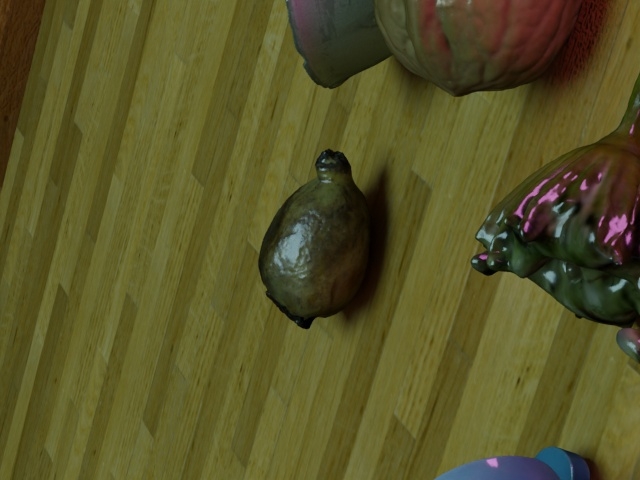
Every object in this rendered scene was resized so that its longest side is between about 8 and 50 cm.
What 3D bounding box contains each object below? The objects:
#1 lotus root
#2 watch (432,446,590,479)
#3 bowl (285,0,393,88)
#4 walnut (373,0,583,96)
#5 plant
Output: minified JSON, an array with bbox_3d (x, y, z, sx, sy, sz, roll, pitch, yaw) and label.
[{"bbox_3d":[0.000,0.000,2.266,0.138,0.138,0.214,51,128,56],"label":"lotus root"},{"bbox_3d":[0.167,0.292,1.766,0.211,0.193,0.211,-33,52,57],"label":"watch"},{"bbox_3d":[0.072,-0.325,2.141,0.313,0.146,0.313,1,-90,-74],"label":"bowl"},{"bbox_3d":[0.159,-0.272,1.924,0.225,0.225,0.261,19,99,64],"label":"walnut"},{"bbox_3d":[0.295,-0.062,1.755,0.333,0.180,0.251,-52,16,-11],"label":"plant"}]
